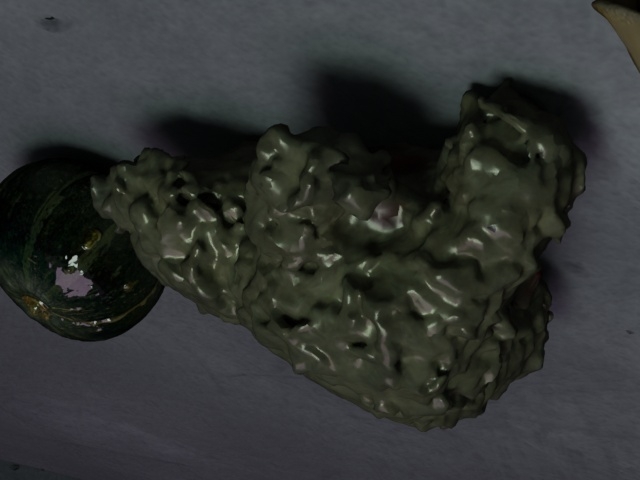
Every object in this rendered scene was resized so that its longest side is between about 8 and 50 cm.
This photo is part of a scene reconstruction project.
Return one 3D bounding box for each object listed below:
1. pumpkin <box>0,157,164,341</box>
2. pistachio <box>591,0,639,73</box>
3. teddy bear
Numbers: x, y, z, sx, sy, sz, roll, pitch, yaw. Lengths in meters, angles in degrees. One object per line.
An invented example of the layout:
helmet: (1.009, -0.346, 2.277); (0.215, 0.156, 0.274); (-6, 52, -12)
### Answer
pumpkin: (-0.228, 0.008, 1.103); (0.190, 0.146, 0.190); (20, 135, 21)
pistachio: (0.241, -0.087, 0.597); (0.215, 0.144, 0.144); (27, 154, -23)
teddy bear: (0.000, 0.000, 0.925); (0.367, 0.224, 0.357); (27, 160, 19)
